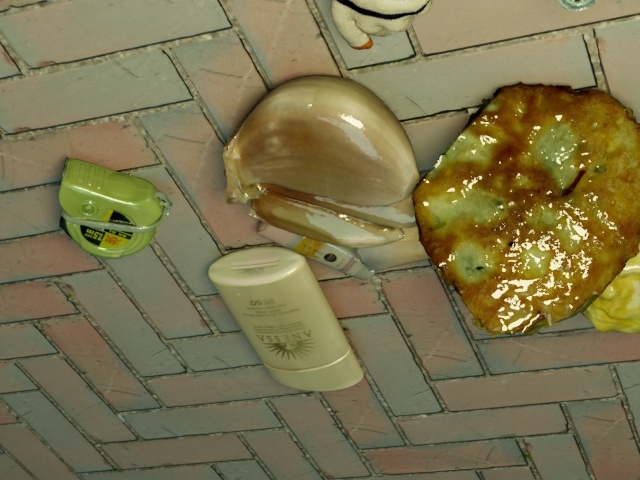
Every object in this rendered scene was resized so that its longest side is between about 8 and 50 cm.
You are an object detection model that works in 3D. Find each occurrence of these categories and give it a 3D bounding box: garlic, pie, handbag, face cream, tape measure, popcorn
[{"bbox_3d":[0.009,-0.115,1.764,0.325,0.132,0.279,6,142,8],"label":"garlic"},{"bbox_3d":[0.287,-0.045,1.656,0.288,0.355,0.103,37,177,15],"label":"pie"},{"bbox_3d":[0.129,-0.005,1.892,0.173,0.117,0.095,-7,96,22],"label":"handbag"},{"bbox_3d":[-0.054,0.145,2.141,0.173,0.081,0.348,-6,139,18],"label":"face cream"},{"bbox_3d":[0.000,0.000,1.968,0.198,0.057,0.084,23,139,-19],"label":"face cream"},{"bbox_3d":[-0.329,-0.044,1.950,0.177,0.087,0.154,16,129,-12],"label":"tape measure"},{"bbox_3d":[0.473,0.029,1.787,0.286,0.215,0.252,-4,122,-42],"label":"popcorn"}]

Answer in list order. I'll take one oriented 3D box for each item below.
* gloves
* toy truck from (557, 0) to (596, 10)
[{"bbox_3d":[0.073,-0.308,1.517,0.140,0.131,0.219,16,132,-5],"label":"gloves"},{"bbox_3d":[0.375,-0.363,1.390,0.338,0.133,0.184,3,130,2],"label":"toy truck"}]
